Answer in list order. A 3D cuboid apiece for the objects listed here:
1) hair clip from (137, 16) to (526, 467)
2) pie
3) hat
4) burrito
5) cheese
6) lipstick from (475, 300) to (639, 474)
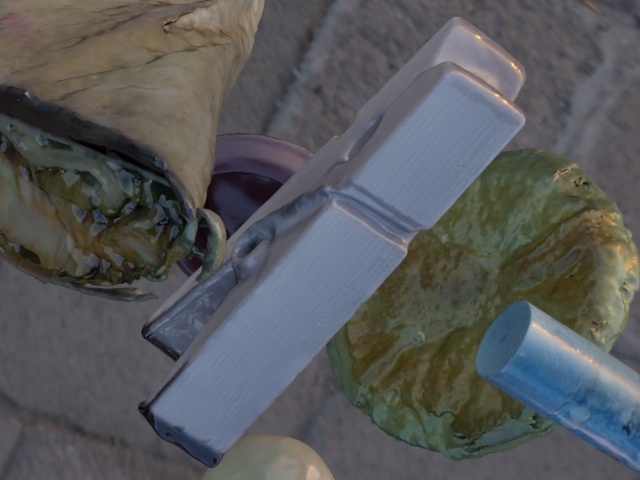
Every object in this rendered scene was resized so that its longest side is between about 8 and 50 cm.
[{"bbox_3d":[0.004,0.002,1.140,0.085,0.101,0.331,38,116,-16],"label":"hair clip"},{"bbox_3d":[0.143,0.055,1.579,0.306,0.306,0.071,-48,144,10],"label":"pie"},{"bbox_3d":[-0.060,-0.029,1.694,0.205,0.089,0.205,5,129,6],"label":"hat"},{"bbox_3d":[-0.120,-0.081,0.926,0.175,0.347,0.107,-8,122,7],"label":"burrito"},{"bbox_3d":[-0.043,0.334,1.760,0.174,0.251,0.248,-1,151,26],"label":"cheese"},{"bbox_3d":[0.158,0.091,0.952,0.158,0.048,0.048,32,103,-18],"label":"lipstick"}]
